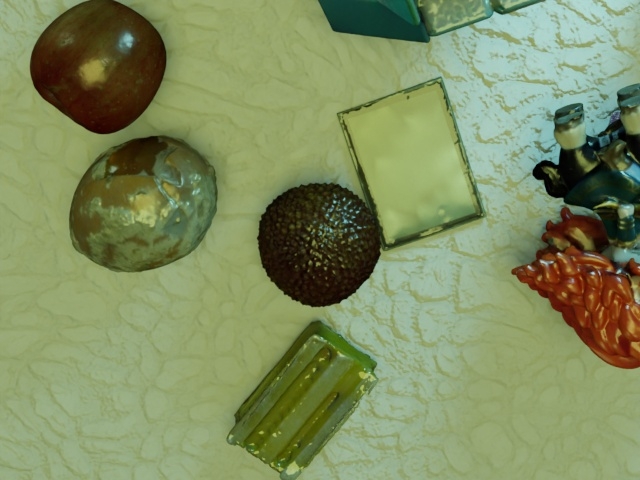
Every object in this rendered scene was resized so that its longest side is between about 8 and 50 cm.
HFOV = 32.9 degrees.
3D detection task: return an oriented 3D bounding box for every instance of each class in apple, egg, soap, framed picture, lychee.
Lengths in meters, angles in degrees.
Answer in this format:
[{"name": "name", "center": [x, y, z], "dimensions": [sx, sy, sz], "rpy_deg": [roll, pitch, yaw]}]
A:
[{"name": "apple", "center": [-0.314, -0.246, 1.529], "dimensions": [0.181, 0.181, 0.168], "rpy_deg": [37, 75, -9]}, {"name": "egg", "center": [-0.258, -0.049, 1.565], "dimensions": [0.233, 0.195, 0.195], "rpy_deg": [-20, 103, 16]}, {"name": "soap", "center": [-0.028, 0.252, 1.701], "dimensions": [0.135, 0.076, 0.233], "rpy_deg": [36, 101, -10]}, {"name": "framed picture", "center": [0.141, -0.115, 1.652], "dimensions": [0.173, 0.010, 0.231], "rpy_deg": [-18, 103, 2]}, {"name": "lychee", "center": [0.002, 0.004, 1.596], "dimensions": [0.194, 0.194, 0.194], "rpy_deg": [0, 103, -2]}]

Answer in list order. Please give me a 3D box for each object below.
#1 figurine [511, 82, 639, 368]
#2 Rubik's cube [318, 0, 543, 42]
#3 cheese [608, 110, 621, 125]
[{"name": "figurine", "center": [0.451, -0.020, 1.563], "dimensions": [0.306, 0.241, 0.412], "rpy_deg": [7, 108, -6]}, {"name": "Rubik's cube", "center": [0.129, -0.445, 1.391], "dimensions": [0.358, 0.387, 0.368], "rpy_deg": [-18, 92, 13]}, {"name": "cheese", "center": [0.547, -0.146, 1.631], "dimensions": [0.244, 0.062, 0.155], "rpy_deg": [9, 104, -5]}]
